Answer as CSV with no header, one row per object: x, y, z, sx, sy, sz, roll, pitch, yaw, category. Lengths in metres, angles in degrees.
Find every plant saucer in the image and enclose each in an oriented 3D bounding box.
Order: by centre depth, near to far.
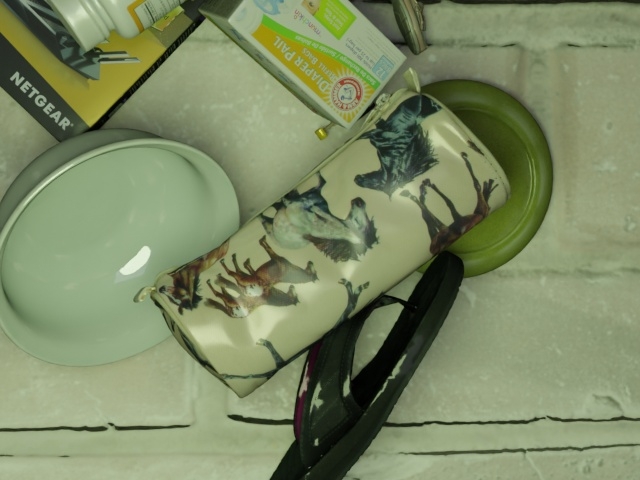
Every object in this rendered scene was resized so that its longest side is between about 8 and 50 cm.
0.166,-0.071,1.652,0.241,0.037,0.241,-1,97,-8,plant saucer

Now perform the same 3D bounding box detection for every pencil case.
0.000,0.000,1.534,0.410,0.160,0.183,-37,84,-3,pencil case

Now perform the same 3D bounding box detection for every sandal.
0.010,0.185,1.588,0.107,0.167,0.446,36,89,-7,sandal

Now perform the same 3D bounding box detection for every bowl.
-0.250,-0.014,1.557,0.298,0.134,0.298,-20,132,-25,bowl

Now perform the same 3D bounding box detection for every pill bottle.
-0.193,-0.301,1.515,0.215,0.117,0.117,-37,93,-7,pill bottle

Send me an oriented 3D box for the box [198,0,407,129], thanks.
-0.019,-0.235,1.582,0.203,0.103,0.114,39,88,-29,box

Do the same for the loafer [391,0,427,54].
0.106,-0.285,1.659,0.039,0.045,0.125,-23,90,-11,loafer

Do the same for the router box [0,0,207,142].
-0.314,-0.291,1.603,0.309,0.081,0.243,43,86,-4,router box

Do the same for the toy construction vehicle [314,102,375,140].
0.054,-0.130,1.663,0.098,0.035,0.086,-40,103,-3,toy construction vehicle
